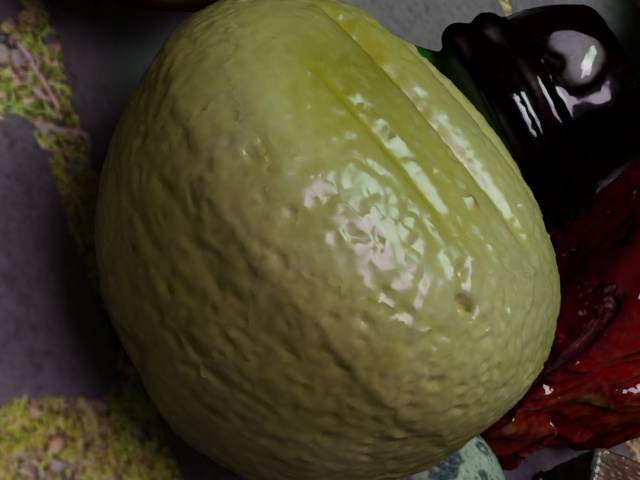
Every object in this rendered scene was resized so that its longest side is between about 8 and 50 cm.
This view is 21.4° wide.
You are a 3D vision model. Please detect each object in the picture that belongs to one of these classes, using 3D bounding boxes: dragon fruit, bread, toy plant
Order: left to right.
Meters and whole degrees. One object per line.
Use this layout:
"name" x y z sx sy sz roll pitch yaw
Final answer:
"bread" 0.006 -0.006 1.079 0.320 0.237 0.320 19 49 -24
"toy plant" 0.127 -0.070 1.290 0.218 0.235 0.175 64 0 11
"dragon fruit" 0.213 0.067 1.354 0.330 0.240 0.302 -42 133 -22

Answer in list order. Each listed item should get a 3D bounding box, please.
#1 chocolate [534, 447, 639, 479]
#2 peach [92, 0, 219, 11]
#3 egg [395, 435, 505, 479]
"chocolate" 0.201 0.314 1.255 0.112 0.112 0.321 29 56 -22
"peach" -0.049 -0.278 1.092 0.362 0.201 0.257 7 85 -12
"egg" 0.067 0.189 1.160 0.132 0.132 0.172 51 34 -15
